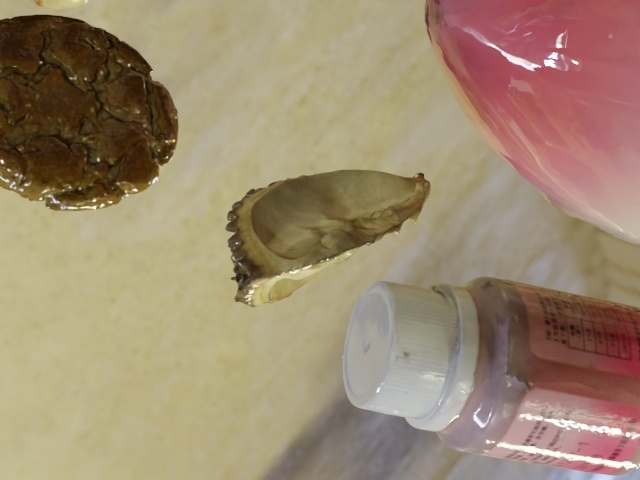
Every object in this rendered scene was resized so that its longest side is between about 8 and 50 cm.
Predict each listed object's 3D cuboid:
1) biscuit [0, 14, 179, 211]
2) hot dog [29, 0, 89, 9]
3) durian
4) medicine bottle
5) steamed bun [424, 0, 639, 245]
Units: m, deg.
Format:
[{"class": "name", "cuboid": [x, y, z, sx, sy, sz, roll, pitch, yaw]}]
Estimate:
[{"class": "biscuit", "cuboid": [-0.237, -0.123, 1.496, 0.226, 0.226, 0.042, -35, 169, -40]}, {"class": "hot dog", "cuboid": [-0.333, -0.411, 1.705, 0.223, 0.405, 0.185, -43, 145, -23]}, {"class": "durian", "cuboid": [-0.003, -0.010, 0.745, 0.066, 0.052, 0.130, -25, -176, 45]}, {"class": "medicine bottle", "cuboid": [0.149, 0.102, 1.273, 0.247, 0.147, 0.147, 12, 120, -19]}, {"class": "steamed bun", "cuboid": [0.176, -0.132, 0.809, 0.309, 0.309, 0.309, -43, 155, -25]}]
